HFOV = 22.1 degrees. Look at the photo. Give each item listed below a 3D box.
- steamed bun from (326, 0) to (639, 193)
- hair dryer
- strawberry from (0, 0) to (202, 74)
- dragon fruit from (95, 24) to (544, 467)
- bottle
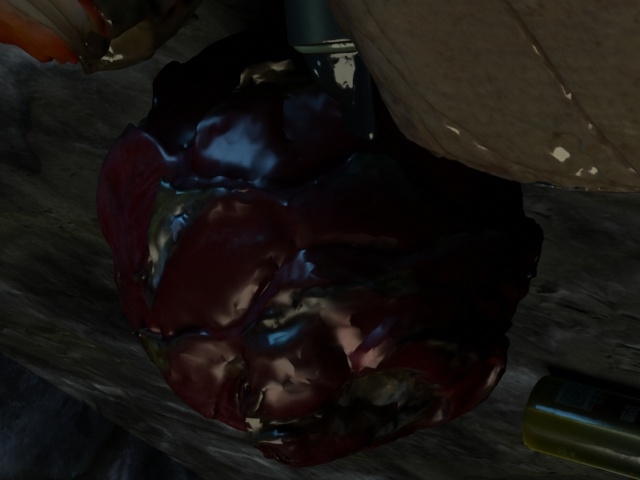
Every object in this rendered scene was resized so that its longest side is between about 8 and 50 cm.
[{"bbox_3d":[0.132,-0.165,0.747,0.301,0.199,0.251,8,140,48],"label":"steamed bun"},{"bbox_3d":[-0.004,-0.167,0.981,0.078,0.196,0.248,-6,-170,-12],"label":"hair dryer"},{"bbox_3d":[-0.213,-0.248,1.029,0.336,0.149,0.265,34,168,2],"label":"strawberry"},{"bbox_3d":[0.003,-0.001,1.163,0.329,0.329,0.329,21,161,8],"label":"dragon fruit"},{"bbox_3d":[0.347,0.205,1.639,0.286,0.082,0.082,12,158,30],"label":"bottle"}]
